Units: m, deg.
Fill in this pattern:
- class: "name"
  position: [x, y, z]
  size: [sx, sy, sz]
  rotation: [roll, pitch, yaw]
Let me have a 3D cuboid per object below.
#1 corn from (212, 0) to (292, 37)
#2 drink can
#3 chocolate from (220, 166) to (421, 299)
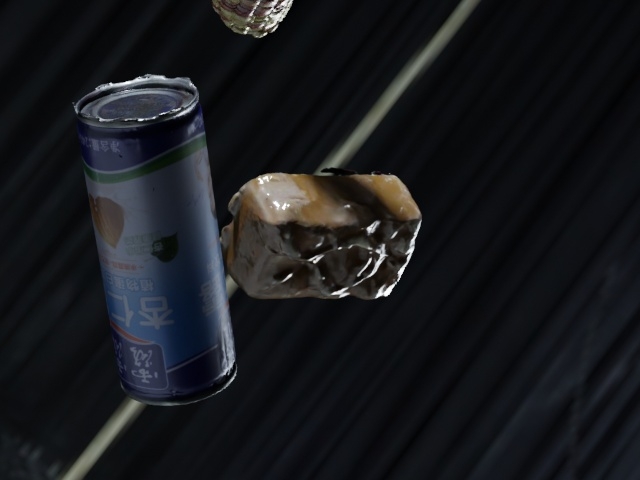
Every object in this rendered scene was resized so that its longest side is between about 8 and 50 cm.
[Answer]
- class: "corn"
  position: [-0.055, -0.276, 1.696]
  size: [0.098, 0.098, 0.290]
  rotation: [37, -21, 8]
- class: "drink can"
  position: [-0.122, 0.000, 1.417]
  size: [0.097, 0.097, 0.235]
  rotation: [28, -50, 51]
- class: "chocolate"
  position: [0.000, 0.000, 2.140]
  size: [0.214, 0.148, 0.093]
  rotation: [-3, 43, -26]
